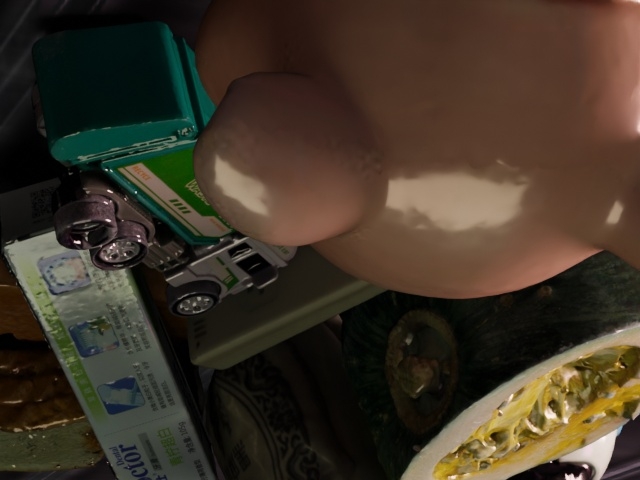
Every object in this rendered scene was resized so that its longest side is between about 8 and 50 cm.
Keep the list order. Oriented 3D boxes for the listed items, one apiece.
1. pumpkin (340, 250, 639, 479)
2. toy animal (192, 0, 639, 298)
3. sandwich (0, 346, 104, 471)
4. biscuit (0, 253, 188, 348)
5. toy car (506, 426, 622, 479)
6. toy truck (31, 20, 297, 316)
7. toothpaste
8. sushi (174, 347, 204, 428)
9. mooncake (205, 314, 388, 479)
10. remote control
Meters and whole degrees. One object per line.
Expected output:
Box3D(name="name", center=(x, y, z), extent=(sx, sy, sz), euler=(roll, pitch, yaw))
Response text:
Box3D(name="pumpkin", center=(0.145, 0.058, 0.992), extent=(0.263, 0.197, 0.293), euler=(-7, 151, -29))
Box3D(name="toy animal", center=(0.076, -0.124, 0.505), extent=(0.237, 0.269, 0.326), euler=(9, 149, -15))
Box3D(name="sandwich", center=(-0.311, 0.168, 1.230), extent=(0.226, 0.087, 0.251), euler=(6, 159, -7))
Box3D(name="biscuit", center=(-0.232, 0.052, 1.086), extent=(0.289, 0.044, 0.202), euler=(8, 158, -22))
Box3D(name="toy car", center=(0.159, 0.164, 1.232), extent=(0.255, 0.188, 0.190), euler=(-1, -178, 3))
Box3D(name="toy truck", center=(-0.104, -0.044, 0.836), extent=(0.124, 0.114, 0.253), euler=(-24, 150, 14))
Box3D(name="toothpaste", center=(-0.162, 0.093, 1.010), extent=(0.081, 0.067, 0.336), euler=(-17, 133, -2))
Box3D(name="sushi", center=(-0.152, 0.147, 1.192), extent=(0.078, 0.090, 0.150), euler=(-8, 172, -9))
Box3D(name="mooncake", center=(-0.026, 0.184, 1.154), extent=(0.136, 0.250, 0.254), euler=(-16, 153, -18))
Box3D(name="remote control", center=(0.000, 0.000, 0.927), extent=(0.038, 0.123, 0.285), euler=(18, 145, -40))
